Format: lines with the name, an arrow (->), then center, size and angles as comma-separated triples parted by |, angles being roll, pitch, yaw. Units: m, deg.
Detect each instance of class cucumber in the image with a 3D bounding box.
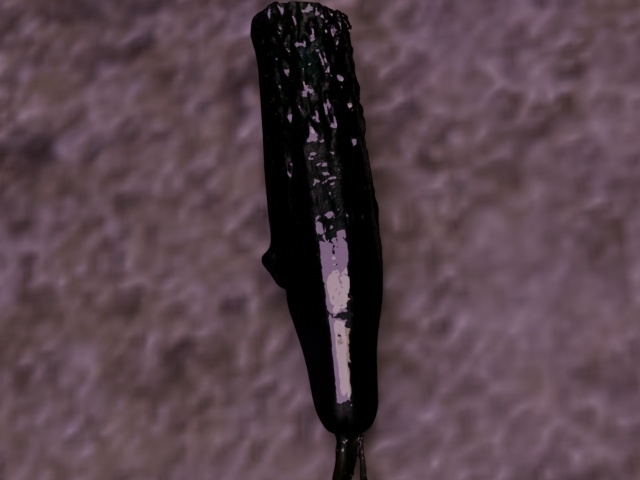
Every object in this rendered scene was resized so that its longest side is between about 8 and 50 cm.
cucumber -> 0.000, 0.000, 0.526 | 0.039, 0.043, 0.163 | -2, 67, -8
